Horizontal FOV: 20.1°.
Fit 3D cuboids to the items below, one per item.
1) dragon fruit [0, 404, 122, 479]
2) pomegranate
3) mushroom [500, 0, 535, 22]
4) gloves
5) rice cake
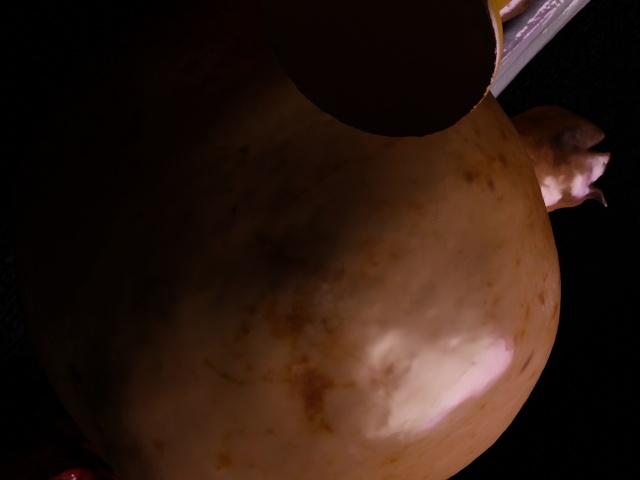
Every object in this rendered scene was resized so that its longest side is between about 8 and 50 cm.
[{"bbox_3d":[-0.189,0.177,1.404,0.317,0.152,0.205,-10,-141,43],"label":"dragon fruit"},{"bbox_3d":[0.000,0.000,1.029,0.342,0.342,0.342,-42,165,-13],"label":"pomegranate"},{"bbox_3d":[0.125,-0.210,1.300,0.210,0.094,0.072,-49,163,-1],"label":"mushroom"},{"bbox_3d":[0.088,-0.179,0.916,0.133,0.116,0.294,-8,-149,37],"label":"gloves"},{"bbox_3d":[0.190,-0.196,1.606,0.222,0.042,0.080,-46,161,7],"label":"rice cake"}]
